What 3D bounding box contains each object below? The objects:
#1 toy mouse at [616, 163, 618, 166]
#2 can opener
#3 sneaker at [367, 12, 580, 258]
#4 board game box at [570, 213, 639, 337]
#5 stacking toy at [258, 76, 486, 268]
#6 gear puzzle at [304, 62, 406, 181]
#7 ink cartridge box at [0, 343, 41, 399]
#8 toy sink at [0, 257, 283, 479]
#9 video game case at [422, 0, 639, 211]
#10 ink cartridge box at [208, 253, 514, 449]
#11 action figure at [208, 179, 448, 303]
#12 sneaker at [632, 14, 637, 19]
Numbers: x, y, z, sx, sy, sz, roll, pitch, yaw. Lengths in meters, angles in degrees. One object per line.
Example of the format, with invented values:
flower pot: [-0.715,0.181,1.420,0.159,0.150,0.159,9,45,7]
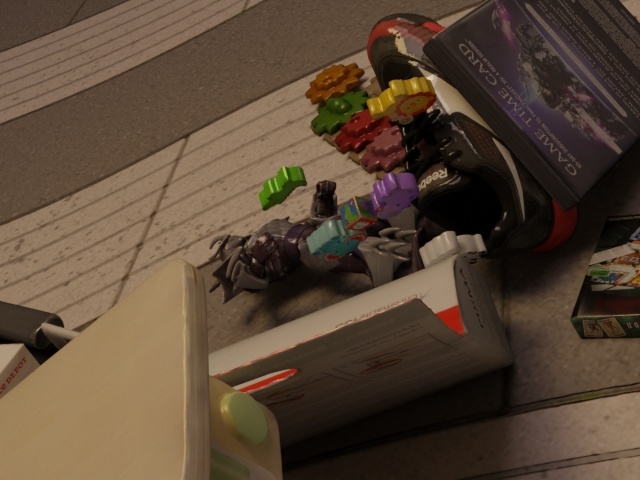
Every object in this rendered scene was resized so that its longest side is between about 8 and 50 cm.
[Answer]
toy mouse: [0.238,-0.085,1.164,0.161,0.031,0.143,-5,39,35]
can opener: [-0.318,0.124,1.280,0.280,0.074,0.093,12,51,49]
sneaker: [0.119,-0.095,1.047,0.135,0.276,0.097,-26,-13,-41]
board game box: [0.344,0.021,0.920,0.259,0.030,0.136,-5,36,36]
stacking toy: [0.039,-0.020,1.016,0.221,0.052,0.167,-35,60,38]
gear puzzle: [0.073,-0.182,1.433,0.175,0.044,0.339,-34,31,-8]
ink cartridge box: [-0.325,0.173,1.143,0.090,0.143,0.092,-6,38,35]
toy sink: [-0.099,0.148,0.591,0.234,0.131,0.153,-38,36,25]
video game case: [0.237,-0.166,1.086,0.274,0.196,0.026,-39,-3,-41]
ink cartridge box: [-0.036,0.090,0.839,0.308,0.385,0.091,-22,73,12]
action figure: [0.000,0.000,1.167,0.285,0.099,0.185,-3,32,33]
sneaker: [0.316,-0.203,1.239,0.094,0.080,0.212,-5,35,16]
